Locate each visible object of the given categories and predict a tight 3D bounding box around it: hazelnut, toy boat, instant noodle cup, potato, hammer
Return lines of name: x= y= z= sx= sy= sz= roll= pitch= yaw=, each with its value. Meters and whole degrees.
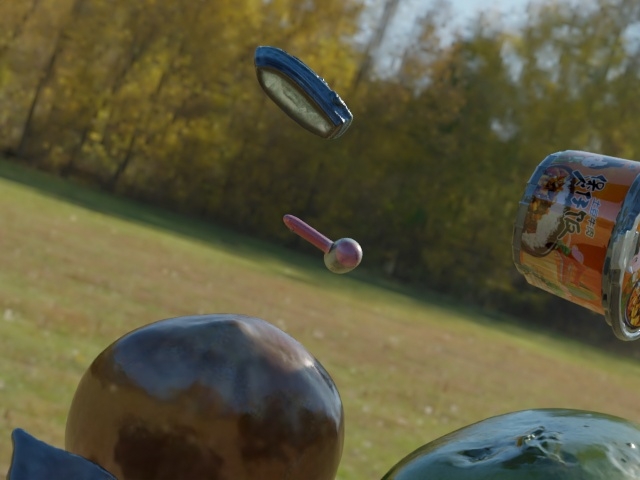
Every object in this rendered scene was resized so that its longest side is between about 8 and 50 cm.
hazelnut: x=-0.083 y=0.144 z=1.121 sx=0.214 sy=0.214 sz=0.176 roll=17 pitch=28 yaw=-38
toy boat: x=-0.023 y=-0.170 z=1.712 sx=0.137 sy=0.060 sz=0.061 roll=38 pitch=32 yaw=-2
instant noodle cup: x=0.255 y=-0.011 z=1.395 sx=0.125 sy=0.178 sz=0.208 roll=20 pitch=-5 yaw=28
potato: x=0.122 y=0.164 z=0.832 sx=0.186 sy=0.149 sz=0.253 roll=-29 pitch=-12 yaw=16
hammer: x=0.000 y=0.000 z=1.434 sx=0.083 sy=0.031 sz=0.052 roll=35 pitch=-18 yaw=-6

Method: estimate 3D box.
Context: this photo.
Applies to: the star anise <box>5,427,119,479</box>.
star anise: x=-0.124 y=0.243 z=0.924 sx=0.315 sy=0.108 sz=0.315 roll=53 pitch=-2 yaw=3
